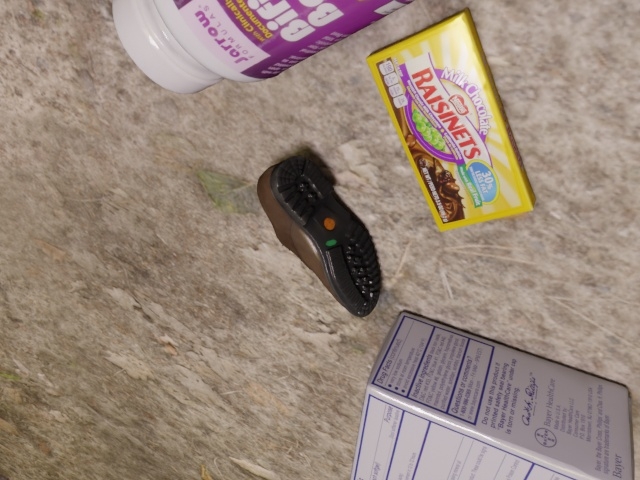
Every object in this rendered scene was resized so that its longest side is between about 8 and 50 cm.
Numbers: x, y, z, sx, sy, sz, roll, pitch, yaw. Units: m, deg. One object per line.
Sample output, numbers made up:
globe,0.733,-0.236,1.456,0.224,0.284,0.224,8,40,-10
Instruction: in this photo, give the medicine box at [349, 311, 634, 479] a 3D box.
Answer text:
medicine box,0.198,0.272,0.670,0.289,0.149,0.264,18,128,18

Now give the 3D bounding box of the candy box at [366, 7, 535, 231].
candy box,0.134,-0.111,0.526,0.105,0.027,0.206,-15,113,32

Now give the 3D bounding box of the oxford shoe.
oxford shoe,0.000,0.000,0.655,0.096,0.082,0.227,-8,118,54

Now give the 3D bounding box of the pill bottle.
pill bottle,-0.039,-0.239,0.441,0.301,0.169,0.169,-16,112,36
